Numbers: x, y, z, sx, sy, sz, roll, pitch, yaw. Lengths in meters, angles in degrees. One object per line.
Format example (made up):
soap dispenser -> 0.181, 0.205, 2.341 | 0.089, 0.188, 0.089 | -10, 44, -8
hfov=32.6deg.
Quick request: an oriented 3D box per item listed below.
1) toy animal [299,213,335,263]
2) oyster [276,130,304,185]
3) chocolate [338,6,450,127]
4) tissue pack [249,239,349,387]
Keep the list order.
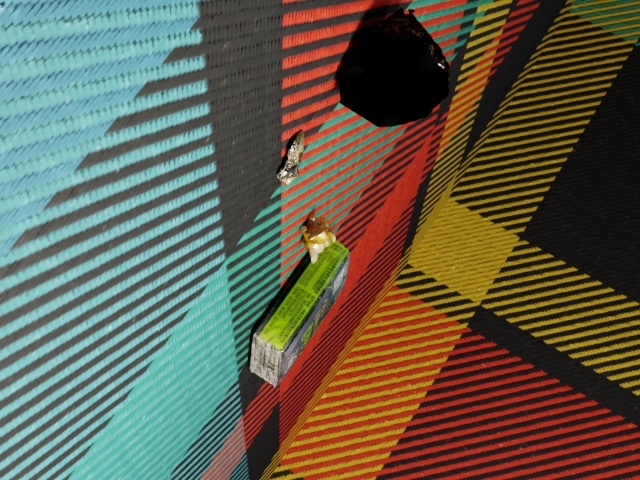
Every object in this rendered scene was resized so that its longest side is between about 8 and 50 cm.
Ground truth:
toy animal -> 0.000, 0.000, 1.782 | 0.060, 0.081, 0.083 | -57, 149, -28
oyster -> -0.035, -0.107, 1.468 | 0.054, 0.019, 0.083 | -46, 162, -53
chocolate -> 0.105, -0.254, 1.512 | 0.133, 0.156, 0.156 | -88, -168, -44
tissue pack -> -0.035, 0.125, 1.934 | 0.235, 0.073, 0.173 | -54, 167, -26
